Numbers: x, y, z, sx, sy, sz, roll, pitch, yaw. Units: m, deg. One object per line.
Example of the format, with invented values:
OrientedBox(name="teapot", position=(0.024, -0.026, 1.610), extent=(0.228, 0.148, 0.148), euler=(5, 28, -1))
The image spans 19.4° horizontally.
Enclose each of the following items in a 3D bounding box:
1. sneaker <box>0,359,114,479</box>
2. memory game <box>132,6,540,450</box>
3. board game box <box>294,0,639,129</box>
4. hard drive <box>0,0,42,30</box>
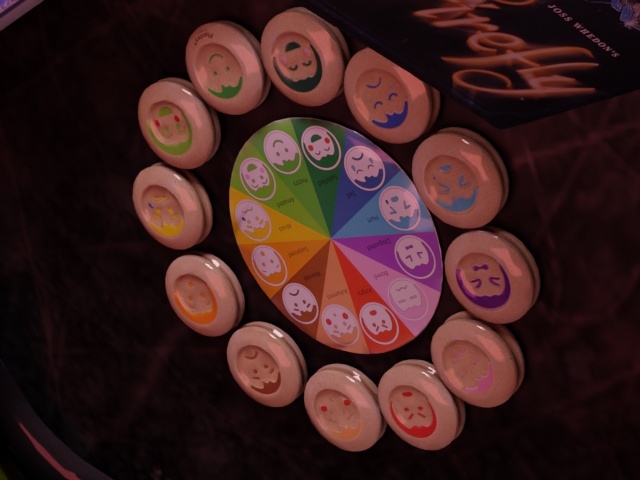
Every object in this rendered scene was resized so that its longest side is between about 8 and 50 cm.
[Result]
OrientedBox(name="sneaker", position=(-0.142, 0.182, 0.848), extent=(0.147, 0.130, 0.330), euler=(-13, 106, 46))
OrientedBox(name="memory game", position=(0.000, 0.000, 0.704), extent=(0.186, 0.012, 0.186), euler=(19, 126, 29))
OrientedBox(name="board game box", position=(0.049, -0.103, 0.443), extent=(0.165, 0.243, 0.042), euler=(-15, 65, 34))
OrientedBox(name="hard drive", position=(-0.172, -0.237, 0.682), extent=(0.210, 0.040, 0.318), euler=(-24, 98, 45))
